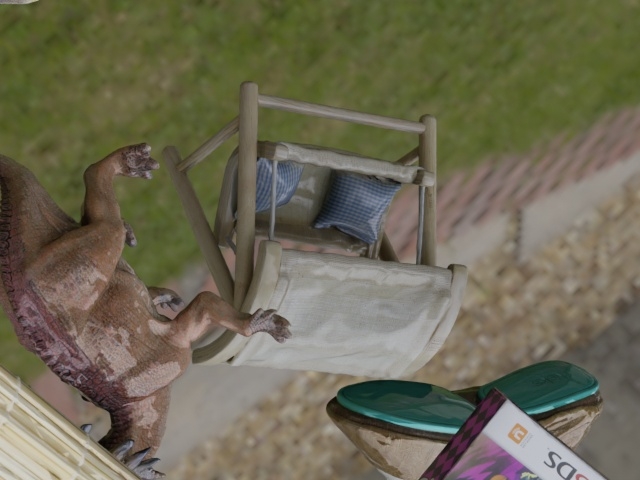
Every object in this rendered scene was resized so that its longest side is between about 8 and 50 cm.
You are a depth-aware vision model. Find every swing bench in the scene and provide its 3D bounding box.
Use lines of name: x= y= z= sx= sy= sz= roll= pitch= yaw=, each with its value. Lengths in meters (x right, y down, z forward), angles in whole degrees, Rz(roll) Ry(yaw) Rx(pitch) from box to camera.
swing bench: x=0.000 y=0.000 z=1.987 sx=0.253 sy=0.255 sz=0.165 roll=7 pitch=152 yaw=-37

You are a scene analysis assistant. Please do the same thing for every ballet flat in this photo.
ballet flat: x=0.134 y=0.192 z=1.846 sx=0.342 sy=0.116 sz=0.124 roll=-5 pitch=117 yaw=-45

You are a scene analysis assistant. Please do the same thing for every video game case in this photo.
video game case: x=0.144 y=0.268 z=1.550 sx=0.232 sy=0.210 sz=0.042 roll=-50 pitch=-162 yaw=0

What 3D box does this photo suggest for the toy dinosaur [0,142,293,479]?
toy dinosaur: x=-0.163 y=0.060 z=1.337 sx=0.200 sy=0.296 sz=0.127 roll=-41 pitch=-171 yaw=-35

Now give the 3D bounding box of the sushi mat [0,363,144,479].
sushi mat: x=-0.196 y=0.129 z=0.975 sx=0.151 sy=0.019 sz=0.316 roll=-55 pitch=138 yaw=-11

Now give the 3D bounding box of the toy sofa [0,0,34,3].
toy sofa: x=-0.411 y=-0.233 z=1.764 sx=0.362 sy=0.177 sz=0.150 roll=-33 pitch=120 yaw=-44
